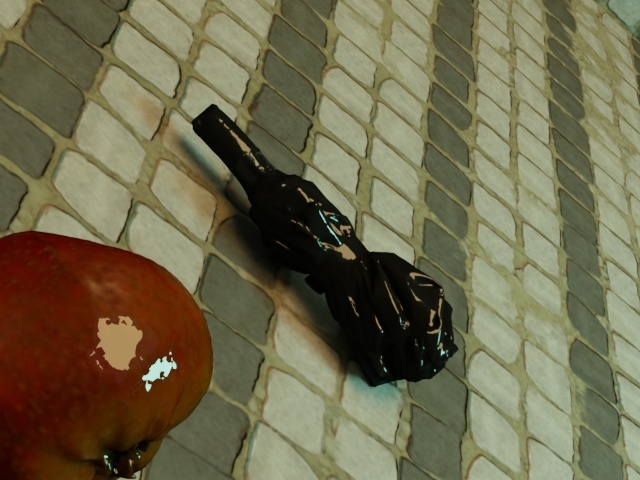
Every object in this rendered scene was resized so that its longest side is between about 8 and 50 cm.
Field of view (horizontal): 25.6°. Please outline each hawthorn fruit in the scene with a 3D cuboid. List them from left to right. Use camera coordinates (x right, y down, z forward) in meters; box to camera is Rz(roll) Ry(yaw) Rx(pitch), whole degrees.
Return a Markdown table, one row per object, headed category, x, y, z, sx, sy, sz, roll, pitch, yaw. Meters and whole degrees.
| category | x | y | z | sx | sy | sz | roll | pitch | yaw |
| --- | --- | --- | --- | --- | --- | --- | --- | --- | --- |
| hawthorn fruit | -0.192 | 0.067 | 0.931 | 0.225 | 0.196 | 0.196 | 45 | 27 | 17 |

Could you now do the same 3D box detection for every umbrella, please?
| category | x | y | z | sx | sy | sz | roll | pitch | yaw |
| --- | --- | --- | --- | --- | --- | --- | --- | --- | --- |
| umbrella | 0.000 | 0.000 | 1.359 | 0.340 | 0.118 | 0.118 | 48 | 29 | 6 |
